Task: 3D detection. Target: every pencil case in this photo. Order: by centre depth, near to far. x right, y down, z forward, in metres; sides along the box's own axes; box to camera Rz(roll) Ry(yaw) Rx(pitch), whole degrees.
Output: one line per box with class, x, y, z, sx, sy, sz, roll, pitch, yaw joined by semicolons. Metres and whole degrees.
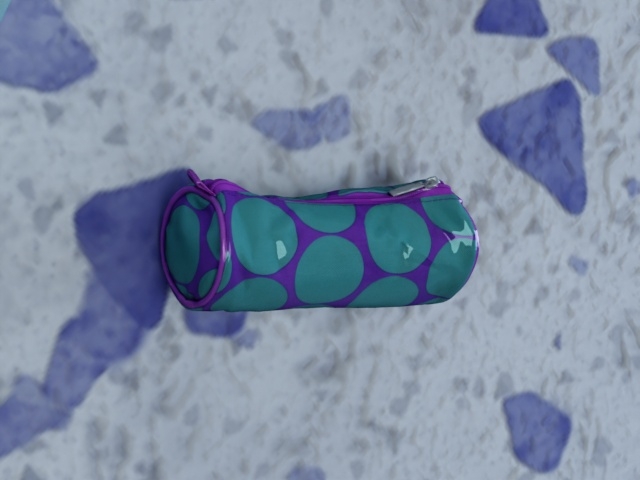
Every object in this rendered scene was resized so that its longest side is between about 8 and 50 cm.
pencil case;0.000;0.000;0.895;0.151;0.064;0.070;-2;115;-30

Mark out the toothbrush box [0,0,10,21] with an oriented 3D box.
toothbrush box;-0.219;-0.164;0.705;0.216;0.126;0.296;29;82;-30
